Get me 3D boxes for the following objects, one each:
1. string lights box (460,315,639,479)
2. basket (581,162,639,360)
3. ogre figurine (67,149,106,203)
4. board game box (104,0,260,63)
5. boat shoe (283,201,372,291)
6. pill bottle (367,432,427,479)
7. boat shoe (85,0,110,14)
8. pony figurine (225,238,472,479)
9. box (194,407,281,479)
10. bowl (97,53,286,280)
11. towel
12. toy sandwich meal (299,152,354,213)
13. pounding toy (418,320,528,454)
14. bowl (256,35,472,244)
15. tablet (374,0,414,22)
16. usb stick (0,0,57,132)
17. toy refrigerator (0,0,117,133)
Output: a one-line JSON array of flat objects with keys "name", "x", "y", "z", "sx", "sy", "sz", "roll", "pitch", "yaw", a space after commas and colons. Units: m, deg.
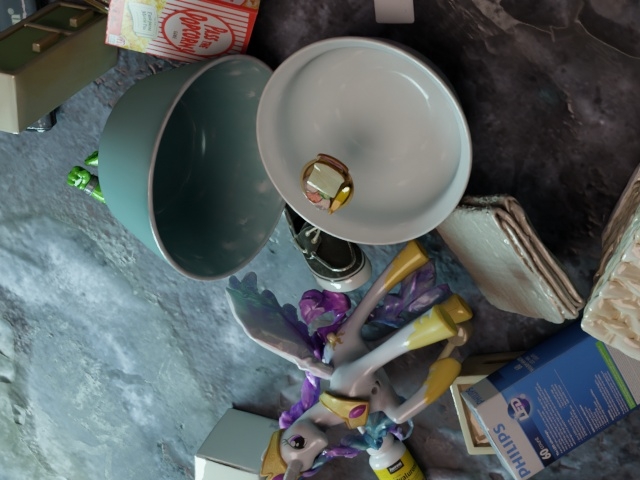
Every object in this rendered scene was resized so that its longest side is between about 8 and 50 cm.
[{"name": "string lights box", "x": 0.341, "y": 0.204, "z": 1.685, "sx": 0.259, "sy": 0.077, "sz": 0.133, "roll": -31, "pitch": 104, "yaw": -2}, {"name": "basket", "x": 0.525, "y": 0.000, "z": 1.460, "sx": 0.331, "sy": 0.266, "sz": 0.328, "roll": 29, "pitch": 126, "yaw": 8}, {"name": "ogre figurine", "x": -0.269, "y": -0.104, "z": 1.834, "sx": 0.197, "sy": 0.097, "sz": 0.118, "roll": -36, "pitch": 111, "yaw": -11}, {"name": "board game box", "x": -0.187, "y": -0.302, "z": 1.651, "sx": 0.193, "sy": 0.045, "sz": 0.147, "roll": 12, "pitch": 151, "yaw": -7}, {"name": "boat shoe", "x": 0.000, "y": 0.000, "z": 1.723, "sx": 0.077, "sy": 0.219, "sz": 0.070, "roll": -32, "pitch": 124, "yaw": -9}, {"name": "pill bottle", "x": 0.118, "y": 0.360, "z": 1.957, "sx": 0.065, "sy": 0.065, "sz": 0.116, "roll": -24, "pitch": 106, "yaw": 32}, {"name": "boat shoe", "x": -0.375, "y": -0.397, "z": 1.708, "sx": 0.307, "sy": 0.111, "sz": 0.104, "roll": 27, "pitch": 124, "yaw": 7}, {"name": "pony figurine", "x": 0.035, "y": 0.167, "z": 1.736, "sx": 0.363, "sy": 0.351, "sz": 0.303, "roll": -40, "pitch": 117, "yaw": 15}, {"name": "box", "x": -0.130, "y": 0.455, "z": 2.069, "sx": 0.121, "sy": 0.148, "sz": 0.311, "roll": 13, "pitch": 120, "yaw": 17}, {"name": "bowl", "x": -0.187, "y": -0.112, "z": 1.692, "sx": 0.163, "sy": 0.311, "sz": 0.312, "roll": 14, "pitch": 124, "yaw": 34}, {"name": "towel", "x": 0.242, "y": 0.018, "z": 1.622, "sx": 0.049, "sy": 0.282, "sz": 0.187, "roll": -38, "pitch": 101, "yaw": -10}, {"name": "toy sandwich meal", "x": 0.007, "y": -0.073, "z": 1.617, "sx": 0.085, "sy": 0.029, "sz": 0.086, "roll": 11, "pitch": 122, "yaw": 18}, {"name": "pounding toy", "x": 0.242, "y": 0.202, "z": 1.804, "sx": 0.181, "sy": 0.094, "sz": 0.206, "roll": -8, "pitch": 105, "yaw": 32}, {"name": "bowl", "x": 0.074, "y": -0.153, "z": 1.642, "sx": 0.297, "sy": 0.134, "sz": 0.298, "roll": 11, "pitch": 122, "yaw": 17}, {"name": "tablet", "x": 0.095, "y": -0.326, "z": 1.613, "sx": 0.054, "sy": 0.006, "sz": 0.083, "roll": 4, "pitch": 119, "yaw": 21}, {"name": "usb stick", "x": -0.445, "y": -0.293, "z": 1.837, "sx": 0.077, "sy": 0.045, "sz": 0.278, "roll": 10, "pitch": 121, "yaw": 19}, {"name": "toy refrigerator", "x": -0.391, "y": -0.251, "z": 1.701, "sx": 0.102, "sy": 0.269, "sz": 0.094, "roll": 14, "pitch": 122, "yaw": 16}]
